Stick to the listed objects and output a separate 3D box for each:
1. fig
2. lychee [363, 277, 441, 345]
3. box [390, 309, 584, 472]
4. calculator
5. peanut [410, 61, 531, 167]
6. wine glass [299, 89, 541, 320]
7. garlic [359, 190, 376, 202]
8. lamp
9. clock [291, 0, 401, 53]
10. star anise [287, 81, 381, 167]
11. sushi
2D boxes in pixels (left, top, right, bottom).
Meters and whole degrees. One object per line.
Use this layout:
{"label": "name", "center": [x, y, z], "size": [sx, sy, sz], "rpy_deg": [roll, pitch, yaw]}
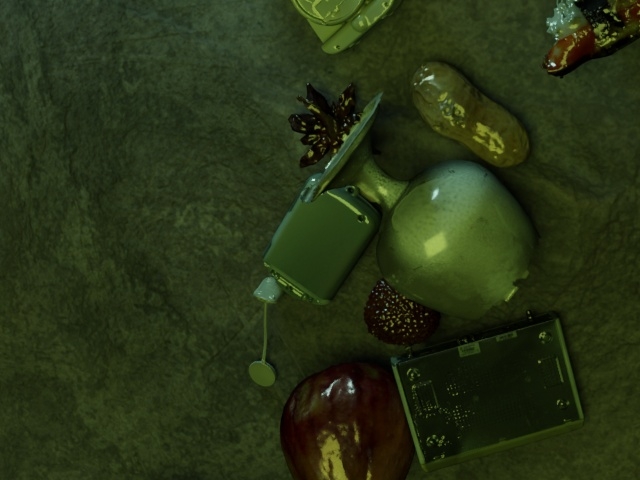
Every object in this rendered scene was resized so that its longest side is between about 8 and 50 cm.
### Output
{"label": "fig", "center": [0.043, 0.327, 2.024], "size": [0.224, 0.224, 0.263], "rpy_deg": [5, 87, 20]}
{"label": "lychee", "center": [0.130, 0.110, 1.967], "size": [0.123, 0.123, 0.129], "rpy_deg": [40, 116, 5]}
{"label": "box", "center": [0.259, 0.231, 1.945], "size": [0.270, 0.045, 0.211], "rpy_deg": [-15, 103, 1]}
{"label": "calculator", "center": [0.000, 0.000, 2.004], "size": [0.141, 0.045, 0.246], "rpy_deg": [34, 125, 4]}
{"label": "peanut", "center": [0.219, -0.182, 1.856], "size": [0.214, 0.099, 0.099], "rpy_deg": [36, 117, -1]}
{"label": "wine glass", "center": [0.151, -0.039, 1.837], "size": [0.323, 0.238, 0.238], "rpy_deg": [34, 117, -8]}
{"label": "garlic", "center": [0.075, -0.085, 1.970], "size": [0.083, 0.041, 0.053], "rpy_deg": [-2, 119, 32]}
{"label": "lamp", "center": [-0.089, 0.159, 2.124], "size": [0.050, 0.056, 0.198], "rpy_deg": [15, 123, 15]}
{"label": "clock", "center": [0.017, -0.389, 1.875], "size": [0.151, 0.062, 0.191], "rpy_deg": [-39, 90, 27]}
{"label": "star anise", "center": [0.023, -0.169, 1.952], "size": [0.168, 0.057, 0.168], "rpy_deg": [7, 118, 13]}
{"label": "sushi", "center": [0.396, -0.312, 1.736], "size": [0.226, 0.097, 0.103], "rpy_deg": [-28, 102, 12]}
